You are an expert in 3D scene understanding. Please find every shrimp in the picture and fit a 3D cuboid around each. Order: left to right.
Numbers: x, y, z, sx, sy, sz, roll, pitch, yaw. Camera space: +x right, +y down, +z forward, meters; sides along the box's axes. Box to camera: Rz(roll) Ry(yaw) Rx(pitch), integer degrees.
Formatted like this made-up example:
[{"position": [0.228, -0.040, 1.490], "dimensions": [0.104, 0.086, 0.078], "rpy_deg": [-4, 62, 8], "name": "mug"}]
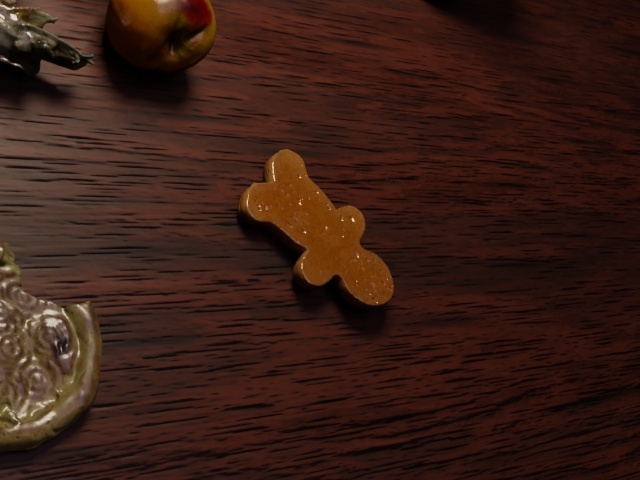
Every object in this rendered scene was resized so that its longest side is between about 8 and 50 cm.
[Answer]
[{"position": [-0.399, -0.317, 1.082], "dimensions": [0.360, 0.085, 0.246], "rpy_deg": [35, 64, -23], "name": "shrimp"}]

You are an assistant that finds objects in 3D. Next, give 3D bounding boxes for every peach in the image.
[{"position": [-0.203, -0.284, 1.228], "dimensions": [0.138, 0.138, 0.138], "rpy_deg": [19, 57, -32], "name": "peach"}]

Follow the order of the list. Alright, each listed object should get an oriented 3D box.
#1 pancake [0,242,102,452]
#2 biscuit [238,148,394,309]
[{"position": [-0.330, 0.106, 0.981], "dimensions": [0.235, 0.029, 0.212], "rpy_deg": [34, 51, -19], "name": "pancake"}, {"position": [0.000, 0.000, 1.308], "dimensions": [0.250, 0.036, 0.165], "rpy_deg": [43, 48, -9], "name": "biscuit"}]
